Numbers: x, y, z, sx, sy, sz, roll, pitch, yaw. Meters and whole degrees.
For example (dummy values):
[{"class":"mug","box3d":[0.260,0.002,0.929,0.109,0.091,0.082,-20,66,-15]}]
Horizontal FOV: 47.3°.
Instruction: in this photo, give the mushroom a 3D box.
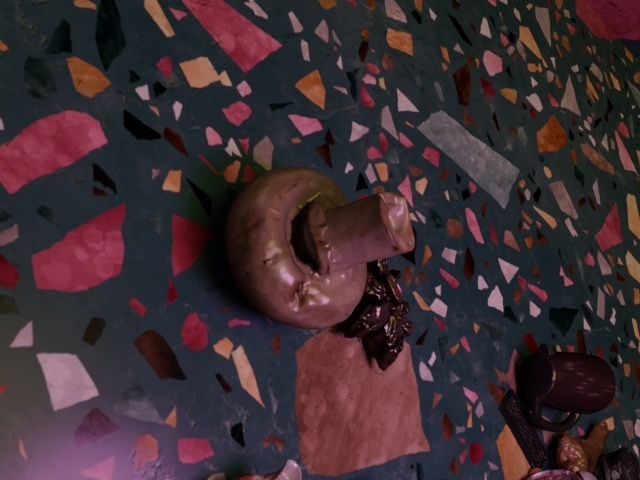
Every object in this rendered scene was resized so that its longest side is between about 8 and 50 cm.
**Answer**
[{"class":"mushroom","box3d":[0.000,0.000,1.219,0.293,0.290,0.292,21,60,-42]}]

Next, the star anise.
[{"class":"star anise","box3d":[0.109,0.116,1.421,0.220,0.099,0.214,55,37,-14]}]

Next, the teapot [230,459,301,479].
[{"class":"teapot","box3d":[-0.110,0.445,1.088,0.159,0.116,0.245,46,45,-38]}]

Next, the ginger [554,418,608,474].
[{"class":"ginger","box3d":[0.650,0.514,1.809,0.295,0.086,0.131,-13,76,-53]}]

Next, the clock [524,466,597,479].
[{"class":"clock","box3d":[0.517,0.568,1.600,0.166,0.162,0.092,-21,93,-45]}]

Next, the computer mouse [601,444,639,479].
[{"class":"computer mouse","box3d":[0.730,0.573,1.803,0.192,0.062,0.105,-11,78,-49]}]

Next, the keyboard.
[{"class":"keyboard","box3d":[0.478,0.447,1.708,0.074,0.015,0.196,-37,102,-44]}]

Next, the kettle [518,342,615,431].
[{"class":"kettle","box3d":[0.575,0.357,1.762,0.232,0.144,0.202,14,88,-34]}]
